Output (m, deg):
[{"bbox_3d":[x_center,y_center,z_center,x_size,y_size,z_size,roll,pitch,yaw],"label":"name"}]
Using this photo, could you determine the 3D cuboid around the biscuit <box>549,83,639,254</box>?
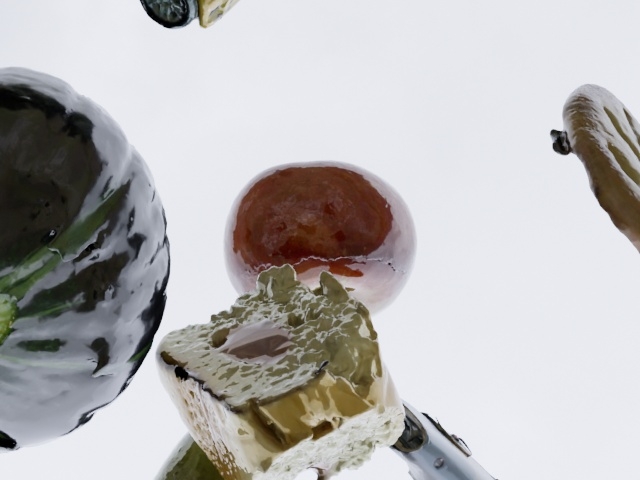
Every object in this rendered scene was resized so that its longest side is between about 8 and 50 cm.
[{"bbox_3d":[0.263,-0.040,0.886,0.041,0.203,0.260,-41,-145,28],"label":"biscuit"}]

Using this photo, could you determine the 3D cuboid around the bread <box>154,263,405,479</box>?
[{"bbox_3d":[-0.037,0.115,1.017,0.183,0.211,0.224,-29,-108,-20],"label":"bread"}]

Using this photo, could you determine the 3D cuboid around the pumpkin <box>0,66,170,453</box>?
[{"bbox_3d":[-0.256,0.005,0.815,0.295,0.296,0.296,-4,-127,6],"label":"pumpkin"}]

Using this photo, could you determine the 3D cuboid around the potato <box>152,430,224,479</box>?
[{"bbox_3d":[-0.129,0.309,1.135,0.141,0.176,0.298,31,-116,1],"label":"potato"}]

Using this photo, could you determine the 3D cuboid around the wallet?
[{"bbox_3d":[0.154,0.277,1.332,0.069,0.231,0.170,-46,-155,3],"label":"wallet"}]

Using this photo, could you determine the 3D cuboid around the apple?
[{"bbox_3d":[0.000,0.000,1.499,0.271,0.251,0.207,2,-119,-16],"label":"apple"}]

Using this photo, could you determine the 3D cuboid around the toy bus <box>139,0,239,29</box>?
[{"bbox_3d":[-0.171,-0.303,0.781,0.335,0.123,0.121,40,-128,-2],"label":"toy bus"}]
